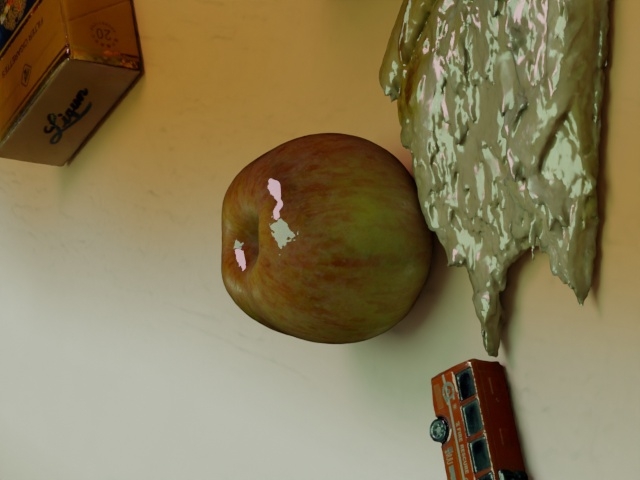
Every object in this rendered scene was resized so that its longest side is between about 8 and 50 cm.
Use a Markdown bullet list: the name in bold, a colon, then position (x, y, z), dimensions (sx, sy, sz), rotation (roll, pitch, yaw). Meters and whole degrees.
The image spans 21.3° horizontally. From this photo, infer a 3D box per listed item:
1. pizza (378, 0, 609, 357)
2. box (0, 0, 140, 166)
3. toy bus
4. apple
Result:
- **pizza**: position (0.091, -0.069, 0.907), dimensions (0.181, 0.034, 0.262), rotation (-13, 75, 55)
- **box**: position (-0.221, -0.200, 1.382), dimensions (0.152, 0.070, 0.237), rotation (-42, 53, 46)
- **toy bus**: position (0.086, 0.118, 0.890), dimensions (0.043, 0.031, 0.110), rotation (-34, 56, 42)
- **apple**: position (0.001, -0.002, 0.972), dimensions (0.126, 0.102, 0.126), rotation (-11, 77, 57)
